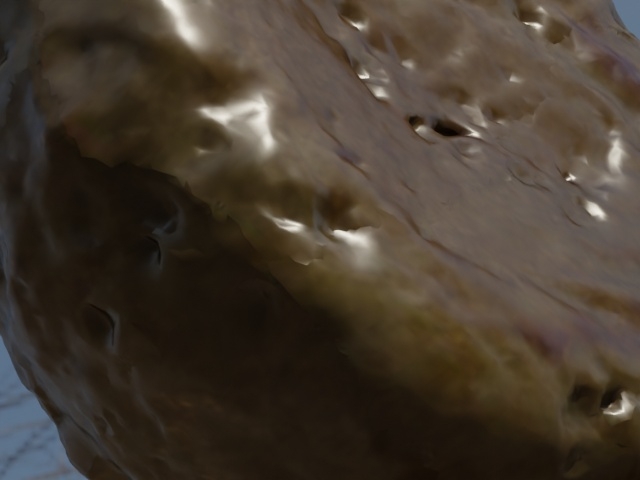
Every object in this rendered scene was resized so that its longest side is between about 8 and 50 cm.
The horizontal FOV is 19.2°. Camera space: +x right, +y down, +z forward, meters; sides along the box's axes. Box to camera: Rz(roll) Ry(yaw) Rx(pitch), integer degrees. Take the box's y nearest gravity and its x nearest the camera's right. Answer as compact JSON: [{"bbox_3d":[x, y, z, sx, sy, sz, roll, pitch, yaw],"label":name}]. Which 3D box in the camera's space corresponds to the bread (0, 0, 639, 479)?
[{"bbox_3d":[0.004,-0.008,0.496,0.230,0.230,0.123,14,-47,-31],"label":"bread"}]
